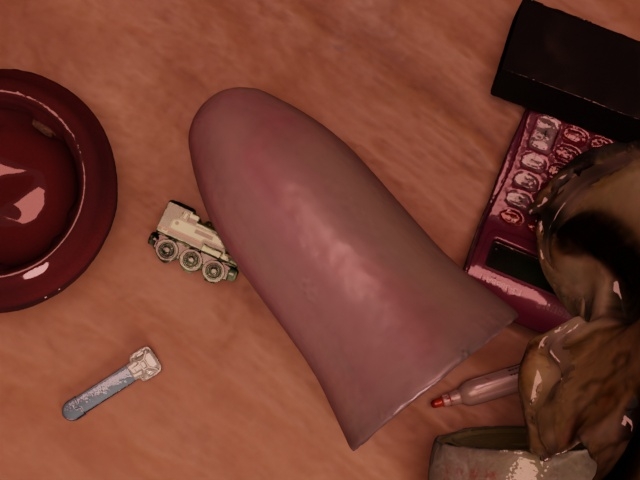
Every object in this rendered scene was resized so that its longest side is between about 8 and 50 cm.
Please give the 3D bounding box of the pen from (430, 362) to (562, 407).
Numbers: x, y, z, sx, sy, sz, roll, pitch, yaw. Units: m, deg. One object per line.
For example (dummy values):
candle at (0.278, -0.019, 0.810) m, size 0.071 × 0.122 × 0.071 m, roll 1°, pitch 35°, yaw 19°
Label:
pen at (0.200, 0.111, 1.015) m, size 0.218 × 0.026 × 0.026 m, roll -17°, pitch 87°, yaw -2°

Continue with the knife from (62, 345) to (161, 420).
knife at (-0.182, 0.126, 1.016) m, size 0.096 × 0.010 × 0.027 m, roll -32°, pitch 88°, yaw 0°

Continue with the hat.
hat at (-0.269, -0.039, 0.987) m, size 0.205 × 0.089 × 0.205 m, roll 1°, pitch 84°, yaw -5°

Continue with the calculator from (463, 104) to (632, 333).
calculator at (0.204, -0.015, 1.020) m, size 0.126 × 0.034 × 0.190 m, roll 23°, pitch 81°, yaw 2°

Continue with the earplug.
earplug at (0.000, 0.000, 0.964) m, size 0.172 × 0.172 × 0.301 m, roll -39°, pitch 80°, yaw -3°

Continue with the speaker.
speaker at (0.262, -0.132, 1.012) m, size 0.218 × 0.044 × 0.082 m, roll 19°, pitch 67°, yaw -1°

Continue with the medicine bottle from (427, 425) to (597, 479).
medicine bottle at (0.160, 0.228, 0.946) m, size 0.147 × 0.147 × 0.143 m, roll -1°, pitch 89°, yaw -1°

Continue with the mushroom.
mushroom at (0.258, 0.076, 0.866) m, size 0.130 × 0.344 × 0.247 m, roll 37°, pitch 114°, yaw -29°

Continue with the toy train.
toy train at (-0.105, 0.004, 1.013) m, size 0.083 × 0.033 × 0.053 m, roll 23°, pitch 83°, yaw 0°
